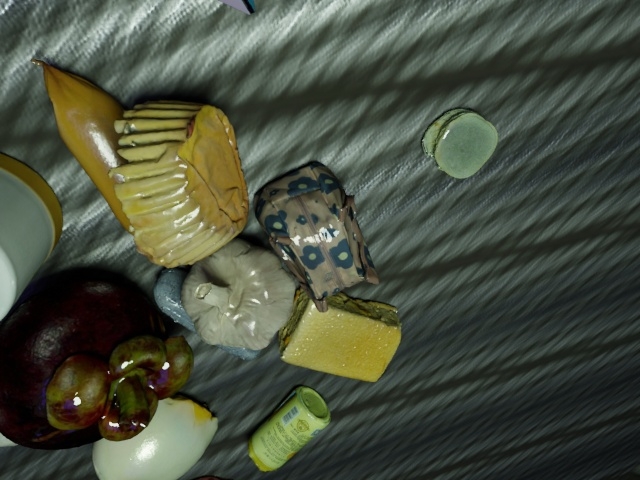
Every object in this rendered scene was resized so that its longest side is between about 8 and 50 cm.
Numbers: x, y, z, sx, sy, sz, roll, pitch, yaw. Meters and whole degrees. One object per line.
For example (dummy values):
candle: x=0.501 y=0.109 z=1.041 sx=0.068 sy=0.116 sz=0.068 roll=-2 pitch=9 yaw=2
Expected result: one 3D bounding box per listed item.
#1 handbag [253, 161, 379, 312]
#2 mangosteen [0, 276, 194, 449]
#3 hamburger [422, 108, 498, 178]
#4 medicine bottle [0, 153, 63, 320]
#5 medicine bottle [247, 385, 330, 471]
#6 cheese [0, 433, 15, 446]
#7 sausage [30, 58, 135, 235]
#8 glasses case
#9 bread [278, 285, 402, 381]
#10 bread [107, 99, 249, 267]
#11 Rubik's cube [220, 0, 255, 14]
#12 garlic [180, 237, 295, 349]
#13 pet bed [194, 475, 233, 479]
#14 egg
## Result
handbag: x=0.000 y=0.000 z=0.811 sx=0.190 sy=0.193 sz=0.251 roll=-27 pitch=121 yaw=2
mangosteen: x=-0.404 y=0.227 z=0.747 sx=0.347 sy=0.307 sz=0.306 roll=13 pitch=123 yaw=27
hamburger: x=0.287 y=-0.200 z=0.853 sx=0.140 sy=0.062 sz=0.133 roll=25 pitch=113 yaw=-27
medicine bottle: x=-0.567 y=0.000 z=0.645 sx=0.238 sy=0.231 sz=0.237 roll=-6 pitch=119 yaw=-10
medicine bottle: x=-0.090 y=0.510 z=1.115 sx=0.124 sy=0.124 sz=0.239 roll=37 pitch=105 yaw=-28
cheese: x=-0.629 y=0.322 z=0.831 sx=0.189 sy=0.198 sz=0.154 roll=35 pitch=67 yaw=-37
sausage: x=-0.349 y=-0.147 z=0.695 sx=0.112 sy=0.112 sz=0.328 roll=-23 pitch=121 yaw=-1
glasses case: x=-0.230 y=0.159 z=0.888 sx=0.067 sy=0.109 sz=0.282 roll=-35 pitch=121 yaw=19
bread: x=0.047 y=0.221 z=0.996 sx=0.275 sy=0.114 sz=0.184 roll=19 pitch=108 yaw=-24
bread: x=-0.208 y=-0.091 z=0.671 sx=0.150 sy=0.274 sz=0.273 roll=-1 pitch=122 yaw=17
Rubik's cube: x=-0.179 y=-0.413 z=0.630 sx=0.191 sy=0.211 sz=0.178 roll=-7 pitch=148 yaw=26
garlic: x=-0.156 y=0.099 z=0.737 sx=0.219 sy=0.212 sz=0.218 roll=0 pitch=84 yaw=3
pet bed: x=-0.345 y=0.772 z=1.229 sx=0.202 sy=0.053 sz=0.201 roll=-7 pitch=119 yaw=-12
egg: x=-0.399 y=0.512 z=1.004 sx=0.287 sy=0.174 sz=0.264 roll=12 pitch=118 yaw=-24
